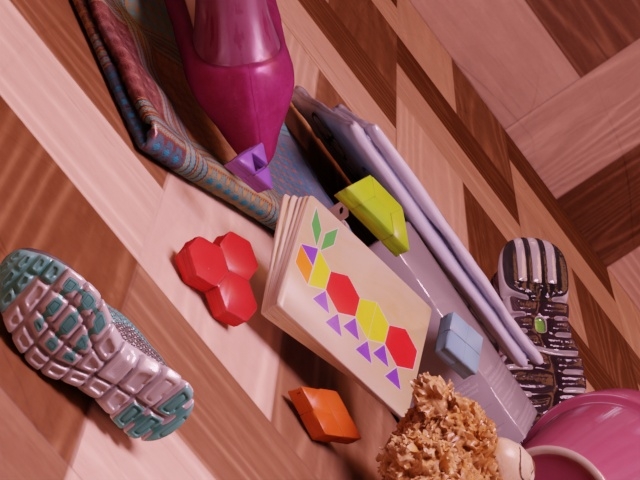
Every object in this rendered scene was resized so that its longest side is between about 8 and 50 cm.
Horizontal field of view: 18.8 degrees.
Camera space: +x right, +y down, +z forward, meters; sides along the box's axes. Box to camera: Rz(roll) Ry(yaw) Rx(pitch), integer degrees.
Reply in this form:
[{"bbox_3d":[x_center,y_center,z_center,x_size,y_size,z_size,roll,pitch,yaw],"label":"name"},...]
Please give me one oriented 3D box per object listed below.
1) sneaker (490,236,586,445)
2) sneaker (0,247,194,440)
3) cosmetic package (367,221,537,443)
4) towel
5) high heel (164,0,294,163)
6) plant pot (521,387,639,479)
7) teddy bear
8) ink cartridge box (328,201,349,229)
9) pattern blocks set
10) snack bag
[{"bbox_3d":[0.227,0.150,2.200,0.162,0.106,0.281,118,-21,-60],"label":"sneaker"},{"bbox_3d":[-0.153,0.061,1.246,0.166,0.065,0.076,51,-2,-31],"label":"sneaker"},{"bbox_3d":[0.103,0.107,1.873,0.238,0.107,0.127,54,14,4],"label":"cosmetic package"},{"bbox_3d":[-0.107,-0.132,1.842,0.370,0.040,0.271,32,27,-58],"label":"towel"},{"bbox_3d":[-0.095,-0.199,1.848,0.377,0.127,0.181,-100,-176,-71],"label":"high heel"},{"bbox_3d":[0.253,0.246,1.828,0.180,0.201,0.201,-3,59,-59],"label":"plant pot"},{"bbox_3d":[0.107,0.241,1.490,0.245,0.113,0.338,65,19,-6],"label":"teddy bear"},{"bbox_3d":[0.000,0.000,1.802,0.028,0.083,0.048,50,15,-20],"label":"ink cartridge box"},{"bbox_3d":[0.021,0.055,1.679,0.325,0.026,0.285,48,39,-19],"label":"pattern blocks set"},{"bbox_3d":[0.097,-0.024,2.084,0.323,0.037,0.342,53,-3,-15],"label":"snack bag"}]
